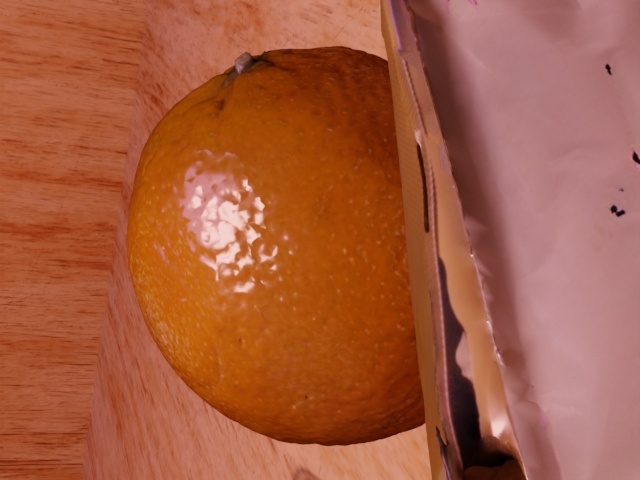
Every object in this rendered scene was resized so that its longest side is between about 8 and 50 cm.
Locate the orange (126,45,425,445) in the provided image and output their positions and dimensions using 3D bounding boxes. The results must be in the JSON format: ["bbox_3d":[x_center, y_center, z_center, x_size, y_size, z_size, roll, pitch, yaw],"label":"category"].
[{"bbox_3d":[0.000,0.000,0.596,0.264,0.264,0.264,-175,90,-68],"label":"orange"}]

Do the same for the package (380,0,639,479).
[{"bbox_3d":[0.105,-0.006,0.410,0.221,0.165,0.311,90,172,-58],"label":"package"}]
